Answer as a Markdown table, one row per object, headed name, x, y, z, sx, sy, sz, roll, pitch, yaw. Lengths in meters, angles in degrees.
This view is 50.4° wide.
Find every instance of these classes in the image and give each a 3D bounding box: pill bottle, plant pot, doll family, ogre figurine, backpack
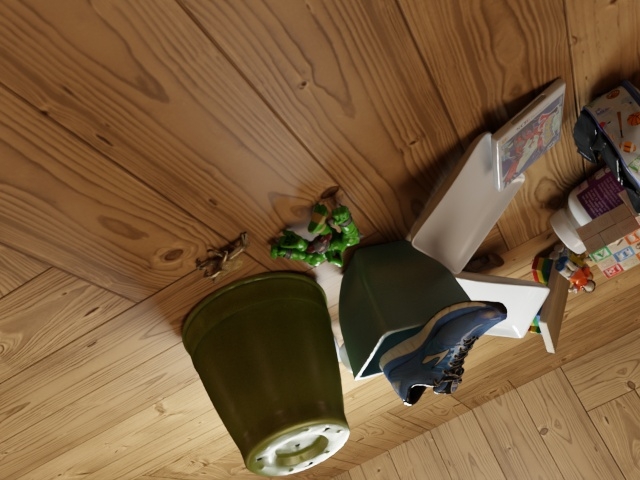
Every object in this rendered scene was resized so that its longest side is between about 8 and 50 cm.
| name | x | y | z | sx | sy | sz | roll | pitch | yaw |
| --- | --- | --- | --- | --- | --- | --- | --- | --- | --- |
| pill bottle | 0.734 | -0.101 | 1.700 | 0.169 | 0.169 | 0.301 | 12 | 135 | -46 |
| plant pot | 0.173 | 0.143 | 1.611 | 0.248 | 0.252 | 0.247 | -11 | 149 | -23 |
| doll family | 0.765 | 0.033 | 1.954 | 0.163 | 0.118 | 0.263 | 35 | 87 | -20 |
| ogre figurine | 0.000 | 0.000 | 1.415 | 0.197 | 0.097 | 0.118 | -45 | 134 | 14 |
| plant pot | -0.101 | 0.324 | 1.556 | 0.366 | 0.353 | 0.366 | -14 | 140 | -12 |
| backpack | 0.665 | -0.201 | 1.410 | 0.213 | 0.276 | 0.263 | -42 | 140 | 21 |

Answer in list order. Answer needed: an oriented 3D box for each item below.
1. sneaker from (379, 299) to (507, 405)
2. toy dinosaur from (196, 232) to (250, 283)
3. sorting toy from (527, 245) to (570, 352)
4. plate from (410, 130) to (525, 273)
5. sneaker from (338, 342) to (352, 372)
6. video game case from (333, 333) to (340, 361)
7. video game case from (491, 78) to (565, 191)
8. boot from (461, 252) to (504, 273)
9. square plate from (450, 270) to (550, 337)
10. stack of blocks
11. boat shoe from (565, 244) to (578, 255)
| name | x | y | z | sx | sy | sz | roll | pitch | yaw |
| --- | --- | --- | --- | --- | --- | --- | --- | --- | --- |
| sneaker | 0.275 | 0.241 | 1.438 | 0.130 | 0.147 | 0.330 | 7 | 138 | -43 |
| toy dinosaur | -0.204 | 0.057 | 1.402 | 0.092 | 0.053 | 0.183 | 0 | 143 | -38 |
| sorting toy | 0.694 | 0.180 | 2.098 | 0.089 | 0.257 | 0.255 | 9 | 156 | 28 |
| plate | 0.316 | -0.078 | 1.479 | 0.278 | 0.045 | 0.277 | -56 | 145 | 4 |
| sneaker | 0.175 | 0.283 | 1.969 | 0.169 | 0.108 | 0.292 | -42 | 168 | 25 |
| video game case | -0.081 | 0.328 | 1.930 | 0.269 | 0.061 | 0.244 | -22 | 151 | -2 |
| video game case | 0.425 | -0.209 | 1.392 | 0.183 | 0.023 | 0.201 | -40 | 151 | -5 |
| boot | 0.456 | 0.072 | 1.925 | 0.118 | 0.042 | 0.087 | 10 | 143 | -43 |
| square plate | 0.438 | 0.175 | 1.941 | 0.347 | 0.049 | 0.344 | 8 | 151 | 7 |
| stack of blocks | 0.755 | -0.049 | 1.570 | 0.297 | 0.087 | 0.171 | -33 | 132 | 23 |
| boat shoe | 0.827 | 0.001 | 2.040 | 0.183 | 0.066 | 0.066 | -20 | 152 | -5 |
